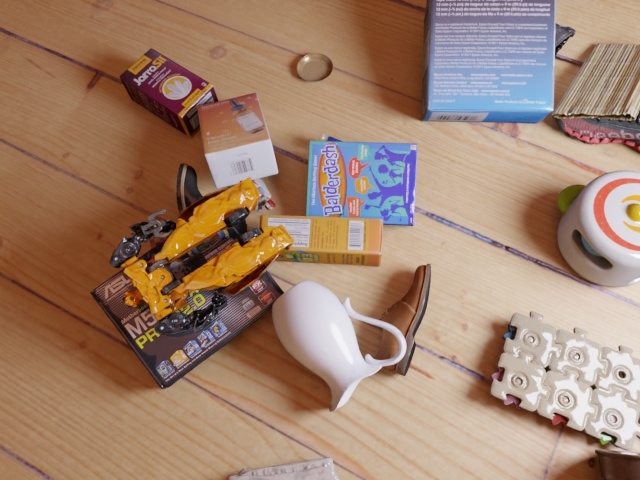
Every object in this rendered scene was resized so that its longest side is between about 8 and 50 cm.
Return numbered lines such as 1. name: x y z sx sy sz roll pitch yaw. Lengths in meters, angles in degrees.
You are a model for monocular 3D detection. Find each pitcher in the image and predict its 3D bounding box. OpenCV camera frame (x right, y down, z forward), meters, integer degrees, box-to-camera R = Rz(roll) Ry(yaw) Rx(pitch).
1. pitcher: 0.028 0.159 0.981 0.178 0.125 0.207 -37 75 2

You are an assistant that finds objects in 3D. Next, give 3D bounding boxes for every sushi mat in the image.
1. sushi mat: 0.598 -0.333 1.164 0.152 0.019 0.316 10 46 38

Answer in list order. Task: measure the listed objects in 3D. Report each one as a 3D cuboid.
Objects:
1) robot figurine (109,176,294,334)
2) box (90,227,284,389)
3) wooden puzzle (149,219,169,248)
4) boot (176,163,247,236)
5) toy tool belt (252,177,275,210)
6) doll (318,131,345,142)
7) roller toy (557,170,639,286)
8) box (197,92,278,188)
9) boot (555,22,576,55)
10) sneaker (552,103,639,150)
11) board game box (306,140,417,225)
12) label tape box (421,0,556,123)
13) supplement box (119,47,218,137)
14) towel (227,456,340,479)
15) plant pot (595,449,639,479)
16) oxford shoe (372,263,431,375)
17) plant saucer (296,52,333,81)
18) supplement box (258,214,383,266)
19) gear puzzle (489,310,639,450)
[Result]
1. robot figurine: -0.203 0.029 0.973 0.291 0.085 0.211 -33 85 -13
2. box: -0.233 0.100 1.029 0.270 0.060 0.216 -36 86 -13
3. wooden puzzle: -0.320 -0.011 1.143 0.083 0.006 0.049 -21 66 -7
4. boot: -0.211 -0.060 1.132 0.137 0.077 0.197 -6 79 -5
5. toy tool belt: -0.127 -0.084 1.150 0.051 0.052 0.083 -40 63 19
6. doll: 0.074 -0.150 1.166 0.189 0.046 0.129 25 70 8
7. roller toy: 0.548 -0.023 1.031 0.210 0.146 0.191 8 67 6
8. box: -0.169 -0.205 1.153 0.130 0.091 0.170 -15 48 -4
9. boot: 0.409 -0.452 1.268 0.263 0.091 0.229 -40 76 -9
10. sneaker: 0.615 -0.244 1.136 0.276 0.135 0.097 18 70 12
11. board game box: 0.080 -0.111 1.115 0.211 0.047 0.159 2 88 6
12. label tape box: 0.344 -0.425 1.182 0.250 0.115 0.347 2 86 4
13. supplement box: -0.327 -0.324 1.245 0.188 0.080 0.104 34 72 16
14. towel: -0.045 0.492 0.881 0.187 0.049 0.282 -8 66 1
15. plant pot: 0.502 0.404 0.841 0.167 0.167 0.165 3 74 4
16. oxford shoe: 0.149 0.130 1.024 0.076 0.076 0.212 16 67 20
17. plant saucer: -0.012 -0.390 1.296 0.084 0.015 0.083 -1 65 3
18. supplement box: 0.000 0.000 1.085 0.234 0.078 0.080 4 69 5
19. gear puzzle: 0.466 0.253 0.971 0.339 0.044 0.175 21 67 9
